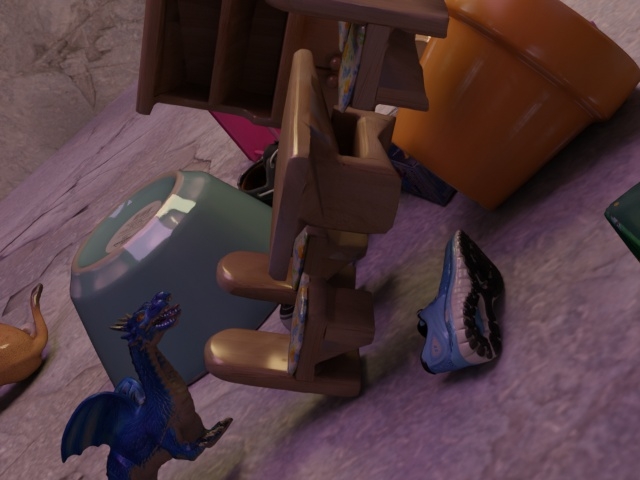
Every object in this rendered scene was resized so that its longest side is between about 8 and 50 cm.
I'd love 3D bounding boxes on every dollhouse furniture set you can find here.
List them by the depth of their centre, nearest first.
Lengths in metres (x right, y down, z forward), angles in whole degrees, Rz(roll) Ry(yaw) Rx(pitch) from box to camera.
[{"bbox_3d":[-0.060,-0.123,1.036,0.394,0.257,0.362,-90,9,-58],"label":"dollhouse furniture set"}]

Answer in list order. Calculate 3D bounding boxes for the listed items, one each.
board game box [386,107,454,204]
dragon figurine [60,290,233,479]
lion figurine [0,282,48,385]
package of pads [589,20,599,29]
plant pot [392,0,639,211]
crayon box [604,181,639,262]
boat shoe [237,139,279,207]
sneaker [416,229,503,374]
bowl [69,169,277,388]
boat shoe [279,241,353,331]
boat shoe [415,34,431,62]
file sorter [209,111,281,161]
[{"bbox_3d":[0.138,-0.120,1.231,0.194,0.060,0.194,-38,22,7],"label":"board game box"},{"bbox_3d":[-0.183,0.182,1.028,0.289,0.144,0.085,-55,-8,17],"label":"dragon figurine"},{"bbox_3d":[-0.532,0.211,1.620,0.392,0.142,0.240,-44,28,-18],"label":"lion figurine"},{"bbox_3d":[0.276,-0.202,1.196,0.050,0.032,0.083,-27,25,39],"label":"package of pads"},{"bbox_3d":[0.170,-0.139,1.061,0.188,0.205,0.205,-55,20,9],"label":"plant pot"},{"bbox_3d":[0.345,-0.050,0.715,0.278,0.081,0.165,-38,21,7],"label":"crayon box"},{"bbox_3d":[-0.036,-0.092,1.377,0.084,0.079,0.233,-60,14,-27],"label":"boat shoe"},{"bbox_3d":[0.110,0.052,0.943,0.073,0.063,0.162,-33,22,29],"label":"sneaker"},{"bbox_3d":[-0.186,0.030,1.349,0.312,0.163,0.311,-35,21,16],"label":"bowl"},{"bbox_3d":[0.000,0.000,1.208,0.080,0.076,0.228,-19,30,44],"label":"boat shoe"},{"bbox_3d":[0.128,-0.253,1.515,0.059,0.063,0.170,-48,13,-10],"label":"boat shoe"},{"bbox_3d":[-0.032,-0.283,1.651,0.290,0.202,0.182,-46,25,-13],"label":"file sorter"}]
